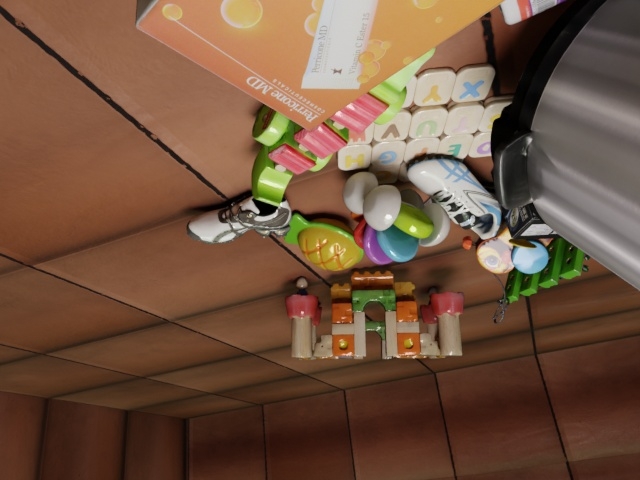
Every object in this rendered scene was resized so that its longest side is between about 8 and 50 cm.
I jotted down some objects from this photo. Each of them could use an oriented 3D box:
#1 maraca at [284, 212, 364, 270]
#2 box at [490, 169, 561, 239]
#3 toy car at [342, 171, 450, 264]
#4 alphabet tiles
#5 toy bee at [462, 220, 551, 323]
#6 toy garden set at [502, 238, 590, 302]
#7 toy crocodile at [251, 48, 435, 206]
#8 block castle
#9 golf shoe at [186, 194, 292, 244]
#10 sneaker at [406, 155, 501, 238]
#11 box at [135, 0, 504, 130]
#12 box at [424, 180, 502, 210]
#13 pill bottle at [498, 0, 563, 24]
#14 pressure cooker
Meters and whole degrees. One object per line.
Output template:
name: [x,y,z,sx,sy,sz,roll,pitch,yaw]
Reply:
maraca: [0.000,0.000,1.072,0.186,0.099,0.127,23,144,-2]
box: [0.421,-0.084,0.940,0.180,0.147,0.077,-2,153,-11]
toy car: [0.116,-0.028,0.899,0.159,0.182,0.136,17,105,-31]
alphabet tiles: [0.167,-0.171,0.847,0.284,0.021,0.278,-6,154,-2]
toy bee: [0.390,0.012,1.089,0.162,0.298,0.195,30,178,3]
toy garden set: [0.505,0.022,1.136,0.049,0.204,0.244,26,156,-5]
toy crocodile: [0.009,-0.163,0.710,0.115,0.105,0.340,27,139,-33]
block castle: [0.139,0.209,1.404,0.453,0.213,0.303,-1,166,3]
golf shoe: [-0.152,-0.050,0.971,0.198,0.077,0.094,-8,144,-12]
sneaker: [0.246,-0.075,0.931,0.237,0.086,0.085,26,142,-33]
box: [0.035,-0.279,0.432,0.345,0.168,0.215,-27,148,35]
box: [0.301,-0.078,1.057,0.162,0.029,0.116,6,151,-22]
pill bottle: [0.260,-0.303,0.506,0.193,0.108,0.108,-20,151,23]
pressure cooker: [0.435,-0.123,0.593,0.370,0.420,0.375,17,112,-29]
